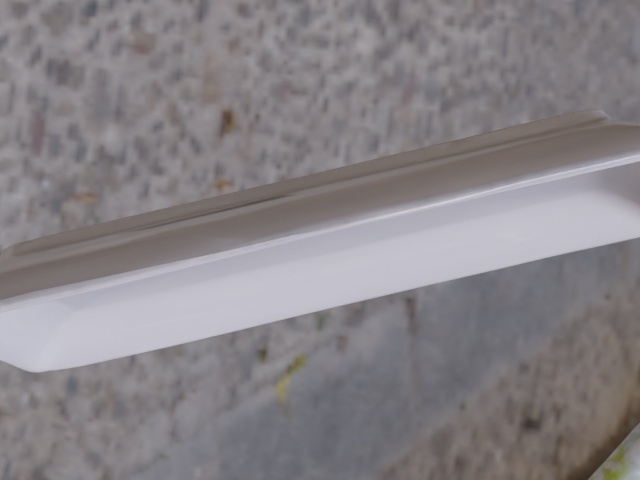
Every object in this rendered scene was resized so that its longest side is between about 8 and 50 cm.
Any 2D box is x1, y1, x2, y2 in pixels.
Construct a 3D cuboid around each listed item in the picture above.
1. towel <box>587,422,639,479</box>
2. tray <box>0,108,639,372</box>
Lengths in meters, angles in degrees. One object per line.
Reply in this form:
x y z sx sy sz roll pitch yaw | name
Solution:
0.307 0.110 1.144 0.374 0.090 0.320 -46 158 -5 | towel
0.000 0.000 0.664 0.145 0.270 0.030 54 24 -78 | tray
